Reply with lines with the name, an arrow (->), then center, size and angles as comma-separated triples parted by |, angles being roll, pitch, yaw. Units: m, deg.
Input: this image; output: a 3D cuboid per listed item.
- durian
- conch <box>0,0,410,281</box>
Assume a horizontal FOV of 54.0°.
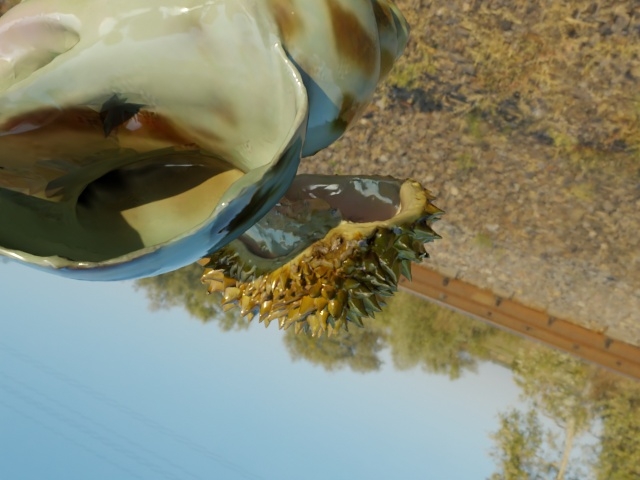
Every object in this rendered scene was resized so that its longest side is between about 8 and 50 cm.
durian -> -0.004, 0.012, 0.563 | 0.183, 0.138, 0.249 | -9, -169, -41
conch -> -0.077, -0.108, 0.434 | 0.250, 0.367, 0.197 | 58, 172, 22
